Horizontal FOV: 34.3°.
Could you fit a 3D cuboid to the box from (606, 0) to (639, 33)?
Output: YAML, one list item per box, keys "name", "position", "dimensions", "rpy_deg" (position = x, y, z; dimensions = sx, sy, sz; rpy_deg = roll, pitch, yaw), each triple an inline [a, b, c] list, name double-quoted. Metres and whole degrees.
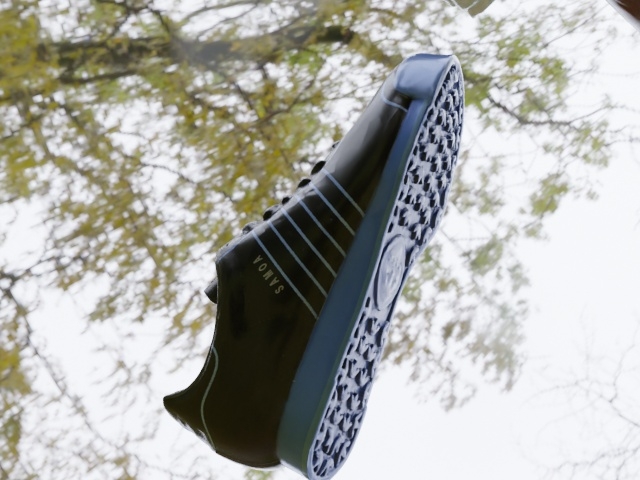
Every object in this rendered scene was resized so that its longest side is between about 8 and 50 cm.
- name: "box"
  position: [0.170, -0.179, 0.380]
  dimensions: [0.191, 0.381, 0.143]
  rpy_deg: [-31, -129, 32]

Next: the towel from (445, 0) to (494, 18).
- name: "towel"
  position: [0.139, -0.455, 1.024]
  dimensions: [0.374, 0.090, 0.320]
  rpy_deg: [41, -88, -25]

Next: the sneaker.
- name: "sneaker"
  position: [0.000, 0.000, 0.518]
  dimensions: [0.091, 0.232, 0.081]
  rpy_deg: [14, -22, 23]
